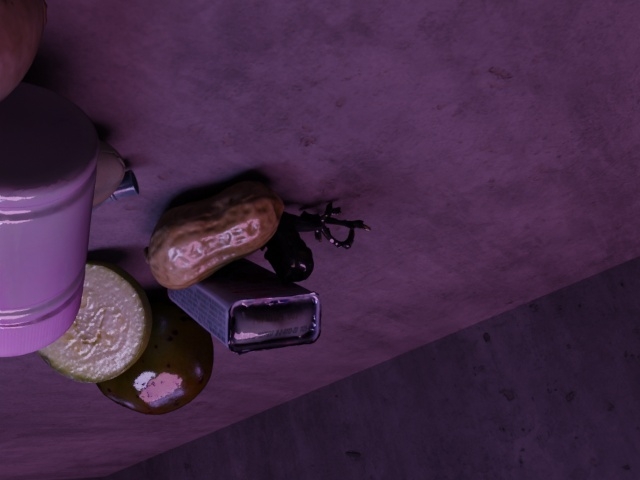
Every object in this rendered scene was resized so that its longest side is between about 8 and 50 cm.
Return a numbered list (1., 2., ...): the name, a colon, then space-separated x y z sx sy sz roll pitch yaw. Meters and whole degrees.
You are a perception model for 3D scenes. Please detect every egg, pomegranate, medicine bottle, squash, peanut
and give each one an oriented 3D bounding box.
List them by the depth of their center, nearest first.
1. medicine bottle: -0.396 -0.019 0.853 0.202 0.202 0.316 -3 139 -28
2. egg: -0.363 -0.099 0.992 0.152 0.114 0.114 -5 156 3
3. medicine bottle: -0.399 -0.067 1.084 0.208 0.090 0.054 -16 114 -3
4. peanut: -0.209 -0.011 1.243 0.291 0.143 0.159 -26 172 16
5. squash: -0.460 0.162 1.350 0.252 0.252 0.049 -20 -173 8
6. pomegranate: -0.412 0.246 1.567 0.290 0.291 0.323 -25 129 18

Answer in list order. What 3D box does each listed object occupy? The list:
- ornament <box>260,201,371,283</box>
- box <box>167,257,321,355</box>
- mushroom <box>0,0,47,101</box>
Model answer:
1. ornament: 0.000 0.000 1.345 0.236 0.202 0.080 -1 132 -35
2. box: -0.161 0.113 1.337 0.190 0.112 0.369 -5 -169 -30
3. mushroom: -0.399 -0.149 0.552 0.362 0.362 0.295 -13 132 -7
